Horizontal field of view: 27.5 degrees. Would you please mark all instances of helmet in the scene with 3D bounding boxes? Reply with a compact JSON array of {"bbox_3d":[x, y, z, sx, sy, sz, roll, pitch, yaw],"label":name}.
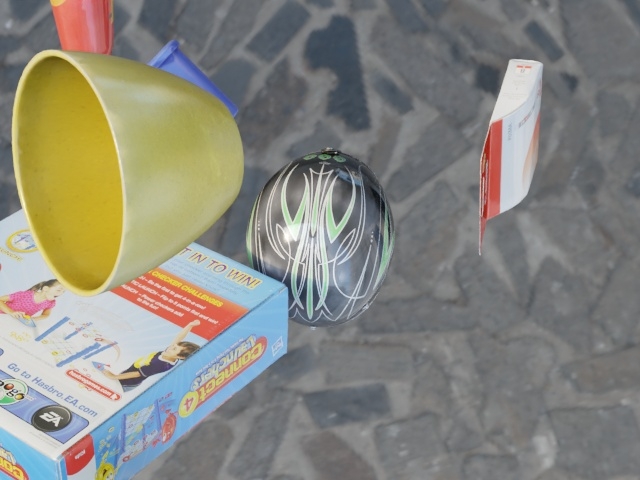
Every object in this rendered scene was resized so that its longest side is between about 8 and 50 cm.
[{"bbox_3d":[0.000,0.000,1.350,0.169,0.169,0.161,36,30,-12],"label":"helmet"}]

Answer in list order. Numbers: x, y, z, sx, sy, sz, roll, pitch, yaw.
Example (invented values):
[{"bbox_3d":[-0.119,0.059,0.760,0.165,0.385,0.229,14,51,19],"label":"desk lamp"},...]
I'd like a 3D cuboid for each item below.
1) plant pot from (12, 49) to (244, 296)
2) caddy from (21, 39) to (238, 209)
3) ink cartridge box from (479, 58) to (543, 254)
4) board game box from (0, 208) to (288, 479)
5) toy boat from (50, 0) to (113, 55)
[{"bbox_3d":[-0.101,-0.043,0.732,0.095,0.134,0.134,-12,78,-36],"label":"plant pot"},{"bbox_3d":[-0.262,-0.130,1.732,0.179,0.241,0.341,42,35,-9],"label":"caddy"},{"bbox_3d":[0.211,-0.092,1.447,0.045,0.145,0.179,7,45,13],"label":"ink cartridge box"},{"bbox_3d":[-0.241,0.091,1.241,0.308,0.086,0.302,24,40,30],"label":"board game box"},{"bbox_3d":[-0.340,-0.236,1.182,0.318,0.148,0.267,1,31,6],"label":"toy boat"}]
